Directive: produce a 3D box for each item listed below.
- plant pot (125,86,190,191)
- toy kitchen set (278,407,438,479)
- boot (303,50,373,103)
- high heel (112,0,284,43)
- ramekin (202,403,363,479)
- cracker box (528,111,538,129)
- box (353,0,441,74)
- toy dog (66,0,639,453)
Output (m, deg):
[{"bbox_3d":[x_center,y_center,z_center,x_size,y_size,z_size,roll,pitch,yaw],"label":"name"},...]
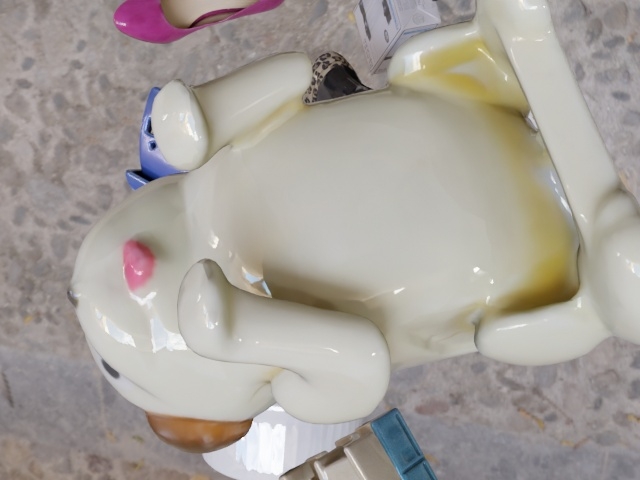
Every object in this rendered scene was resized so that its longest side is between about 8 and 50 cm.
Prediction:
[{"bbox_3d":[-0.231,-0.157,1.542,0.236,0.236,0.212,29,102,12],"label":"plant pot"},{"bbox_3d":[0.082,0.271,0.892,0.166,0.207,0.122,-39,76,44],"label":"toy kitchen set"},{"bbox_3d":[0.076,-0.190,1.633,0.138,0.284,0.377,-22,138,-14],"label":"boot"},{"bbox_3d":[-0.243,-0.514,1.634,0.181,0.377,0.127,-7,105,58],"label":"high heel"},{"bbox_3d":[-0.063,0.283,1.232,0.277,0.277,0.135,6,94,14],"label":"ramekin"},{"bbox_3d":[0.473,-0.230,1.590,0.067,0.156,0.232,-44,63,9],"label":"cracker box"},{"bbox_3d":[0.162,-0.494,1.709,0.087,0.290,0.169,-15,87,-10],"label":"box"},{"bbox_3d":[0.000,0.000,0.601,0.408,0.395,0.284,-20,81,11],"label":"toy dog"}]
